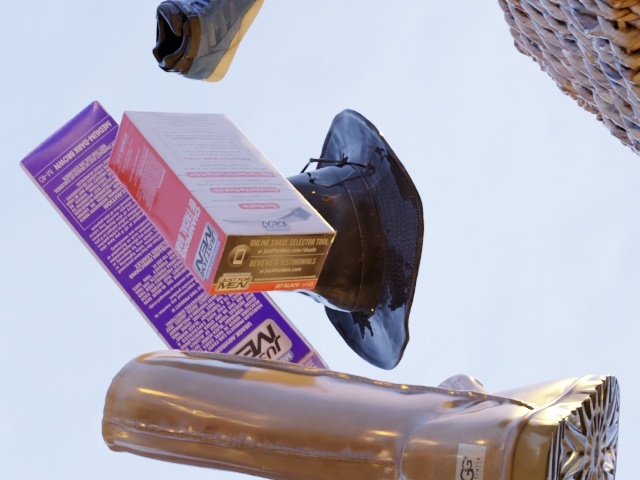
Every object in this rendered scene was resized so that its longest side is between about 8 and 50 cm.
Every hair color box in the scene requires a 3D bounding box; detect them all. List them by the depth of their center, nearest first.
[{"bbox_3d":[-0.075,-0.030,1.008,0.093,0.167,0.053,-1,-56,-36],"label":"hair color box"},{"bbox_3d":[-0.132,0.038,1.364,0.110,0.339,0.185,-39,-19,-4],"label":"hair color box"}]

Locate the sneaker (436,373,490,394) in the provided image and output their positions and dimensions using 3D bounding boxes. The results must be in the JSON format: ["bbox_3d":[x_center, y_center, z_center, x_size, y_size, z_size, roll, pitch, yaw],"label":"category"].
[{"bbox_3d":[0.150,0.328,1.482,0.150,0.135,0.366,34,-119,-21],"label":"sneaker"}]

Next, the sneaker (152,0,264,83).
[{"bbox_3d":[-0.108,-0.224,1.330,0.085,0.058,0.152,4,-59,-46],"label":"sneaker"}]

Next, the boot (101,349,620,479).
[{"bbox_3d":[0.039,0.112,0.877,0.236,0.270,0.089,13,-97,-65],"label":"boot"}]

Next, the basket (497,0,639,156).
[{"bbox_3d":[0.230,-0.209,0.907,0.213,0.299,0.223,-31,-56,0],"label":"basket"}]

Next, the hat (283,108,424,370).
[{"bbox_3d":[0.000,0.000,1.666,0.134,0.331,0.331,-4,-66,-21],"label":"hat"}]
